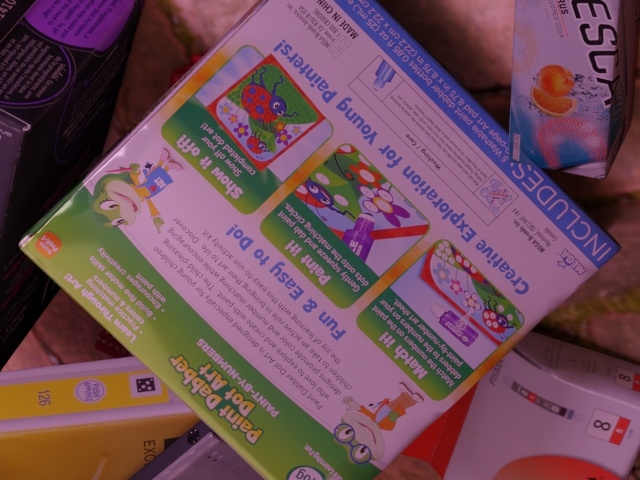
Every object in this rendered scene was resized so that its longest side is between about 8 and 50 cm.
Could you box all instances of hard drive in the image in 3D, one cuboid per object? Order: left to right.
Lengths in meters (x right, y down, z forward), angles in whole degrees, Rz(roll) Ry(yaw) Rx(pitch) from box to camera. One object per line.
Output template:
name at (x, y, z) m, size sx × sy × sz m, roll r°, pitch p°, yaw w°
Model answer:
hard drive at (-0.083, 0.167, 1.213) m, size 0.135 × 0.022 × 0.094 m, roll -40°, pitch 134°, yaw 23°

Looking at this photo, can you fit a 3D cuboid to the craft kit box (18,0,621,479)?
craft kit box at (0.000, 0.000, 1.126) m, size 0.246 × 0.061 × 0.250 m, roll -44°, pitch 101°, yaw 6°

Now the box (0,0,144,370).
box at (-0.229, -0.046, 1.208) m, size 0.143 × 0.165 × 0.270 m, roll 26°, pitch 133°, yaw 5°

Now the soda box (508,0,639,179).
soda box at (0.138, -0.126, 1.033) m, size 0.058 × 0.063 × 0.183 m, roll 12°, pitch 129°, yaw 18°

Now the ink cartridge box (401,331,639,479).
ink cartridge box at (0.111, 0.118, 1.234) m, size 0.179 × 0.045 × 0.145 m, roll 15°, pitch 131°, yaw 0°

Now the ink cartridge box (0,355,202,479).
ink cartridge box at (-0.129, 0.193, 1.292) m, size 0.307 × 0.072 × 0.303 m, roll -5°, pitch 136°, yaw -6°

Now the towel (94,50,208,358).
towel at (-0.033, 0.018, 1.254) m, size 0.199 × 0.031 × 0.275 m, roll 26°, pitch 134°, yaw 4°
